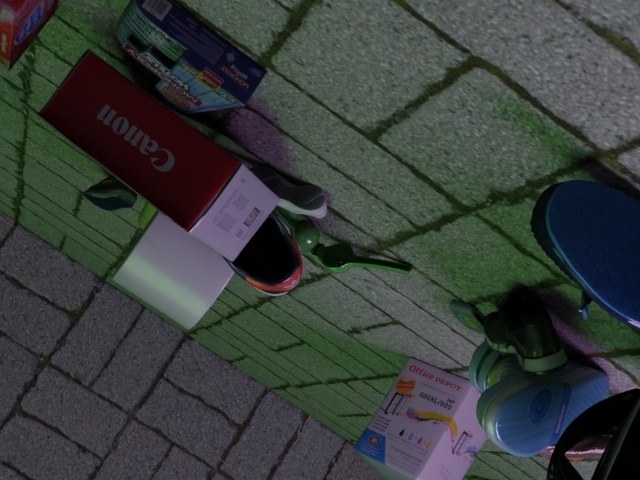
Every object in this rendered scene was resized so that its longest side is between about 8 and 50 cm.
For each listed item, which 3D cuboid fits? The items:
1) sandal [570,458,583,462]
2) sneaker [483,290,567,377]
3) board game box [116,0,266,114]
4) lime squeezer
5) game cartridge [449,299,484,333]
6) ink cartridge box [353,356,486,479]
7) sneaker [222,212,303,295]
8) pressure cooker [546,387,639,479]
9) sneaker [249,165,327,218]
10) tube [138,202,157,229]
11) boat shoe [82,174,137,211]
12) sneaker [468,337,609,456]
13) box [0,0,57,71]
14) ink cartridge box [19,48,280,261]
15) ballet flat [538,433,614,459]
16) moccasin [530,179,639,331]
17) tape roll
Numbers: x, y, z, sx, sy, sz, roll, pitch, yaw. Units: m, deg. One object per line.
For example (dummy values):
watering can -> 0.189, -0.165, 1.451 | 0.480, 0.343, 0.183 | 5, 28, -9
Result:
sandal -> 0.482, 0.404, 2.099 | 0.072, 0.049, 0.180 | 30, 154, -8
sneaker -> 0.292, 0.118, 1.595 | 0.234, 0.078, 0.106 | -136, 30, -77
board game box -> -0.192, -0.240, 1.457 | 0.194, 0.060, 0.194 | 36, 163, -13
lime squeezer -> 0.000, 0.000, 1.811 | 0.310, 0.058, 0.110 | 31, 164, 6
game cartridge -> 0.249, 0.129, 1.802 | 0.056, 0.017, 0.083 | 19, 159, 49
ink cartridge box -> 0.220, 0.396, 2.244 | 0.171, 0.232, 0.168 | 19, 157, 38
sneaker -> -0.155, -0.052, 1.740 | 0.350, 0.131, 0.148 | 42, 174, -6
pressure cooker -> 0.489, 0.337, 1.331 | 0.421, 0.375, 0.370 | 24, 165, 24
sneaker -> -0.056, -0.070, 1.716 | 0.152, 0.053, 0.061 | 25, 165, 22
tube -> -0.323, -0.067, 2.211 | 0.070, 0.062, 0.240 | -5, 170, -22
boat shoe -> -0.430, -0.104, 2.273 | 0.183, 0.066, 0.066 | 4, 150, 48
sneaker -> 0.281, 0.225, 1.658 | 0.208, 0.127, 0.319 | 25, -167, 37
box -> -0.443, -0.347, 1.491 | 0.128, 0.122, 0.257 | 36, 163, -10
ink cartridge box -> -0.243, -0.129, 1.581 | 0.309, 0.130, 0.272 | 37, 178, 17
ballet flat -> 0.444, 0.320, 1.725 | 0.250, 0.084, 0.058 | -1, 123, -4
moccasin -> 0.355, 0.059, 1.195 | 0.342, 0.137, 0.117 | 37, 167, -14
tape roll -> -0.241, 0.015, 1.961 | 0.169, 0.246, 0.246 | 34, 164, -8
